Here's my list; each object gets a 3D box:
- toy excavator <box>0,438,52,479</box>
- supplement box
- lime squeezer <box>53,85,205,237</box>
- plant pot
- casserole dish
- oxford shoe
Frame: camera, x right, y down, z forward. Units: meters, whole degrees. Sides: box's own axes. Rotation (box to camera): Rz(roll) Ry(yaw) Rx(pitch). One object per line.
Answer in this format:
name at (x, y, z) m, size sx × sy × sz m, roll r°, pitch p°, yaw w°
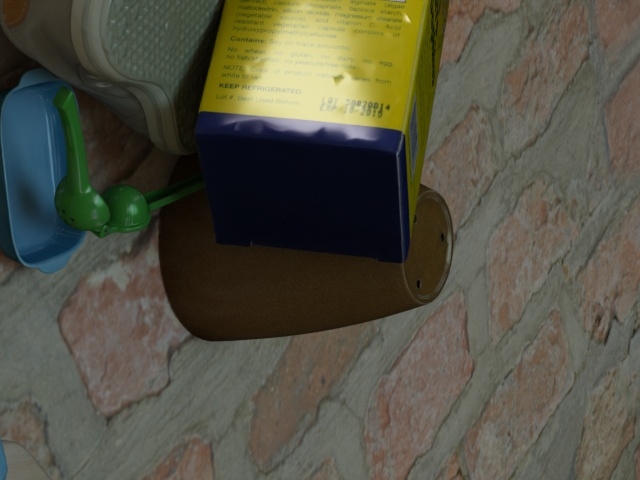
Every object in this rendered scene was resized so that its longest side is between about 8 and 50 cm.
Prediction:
toy excavator at (-0.319, 0.227, 1.485) m, size 0.445 × 0.222 × 0.433 m, roll -57°, pitch 141°, yaw -54°
supplement box at (0.013, -0.183, 1.825) m, size 0.195 × 0.194 × 0.357 m, roll 83°, pitch 16°, yaw -57°
lime squeezer at (-0.190, -0.055, 1.714) m, size 0.310 × 0.058 × 0.110 m, roll 25°, pitch 81°, yaw -64°
plant pot at (0.000, 0.000, 1.939) m, size 0.237 × 0.254 × 0.237 m, roll -13°, pitch 105°, yaw -58°
casserole dish at (-0.263, -0.064, 1.689) m, size 0.114 × 0.037 × 0.188 m, roll -26°, pitch 116°, yaw -57°
oxford shoe at (-0.178, -0.189, 1.725) m, size 0.449 × 0.130 × 0.169 m, roll 34°, pitch 71°, yaw -75°
